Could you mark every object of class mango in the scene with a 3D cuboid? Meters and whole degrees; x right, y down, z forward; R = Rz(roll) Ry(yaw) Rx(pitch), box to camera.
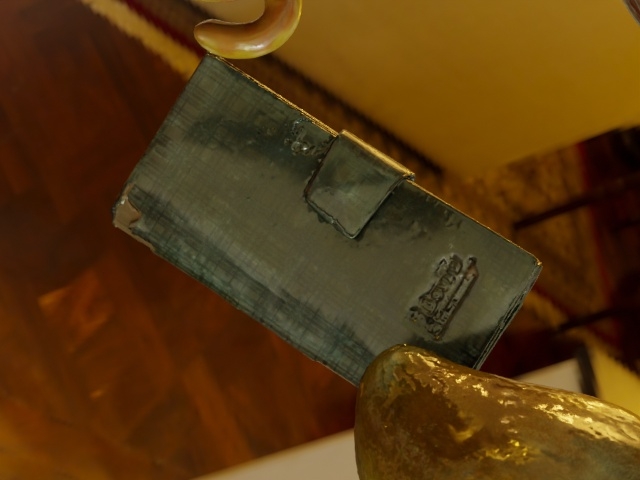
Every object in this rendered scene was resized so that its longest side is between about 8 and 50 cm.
[{"bbox_3d":[0.150,0.185,1.140,0.193,0.316,0.146,-48,161,-23],"label":"mango"}]

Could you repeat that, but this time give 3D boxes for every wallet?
[{"bbox_3d":[0.000,0.000,1.292,0.317,0.169,0.044,34,9,10],"label":"wallet"}]

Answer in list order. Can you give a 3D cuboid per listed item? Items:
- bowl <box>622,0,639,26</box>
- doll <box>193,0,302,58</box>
[{"bbox_3d":[0.320,-0.197,1.011,0.337,0.337,0.157,62,30,-15],"label":"bowl"},{"bbox_3d":[-0.087,-0.265,1.148,0.162,0.166,0.269,45,-1,25],"label":"doll"}]
